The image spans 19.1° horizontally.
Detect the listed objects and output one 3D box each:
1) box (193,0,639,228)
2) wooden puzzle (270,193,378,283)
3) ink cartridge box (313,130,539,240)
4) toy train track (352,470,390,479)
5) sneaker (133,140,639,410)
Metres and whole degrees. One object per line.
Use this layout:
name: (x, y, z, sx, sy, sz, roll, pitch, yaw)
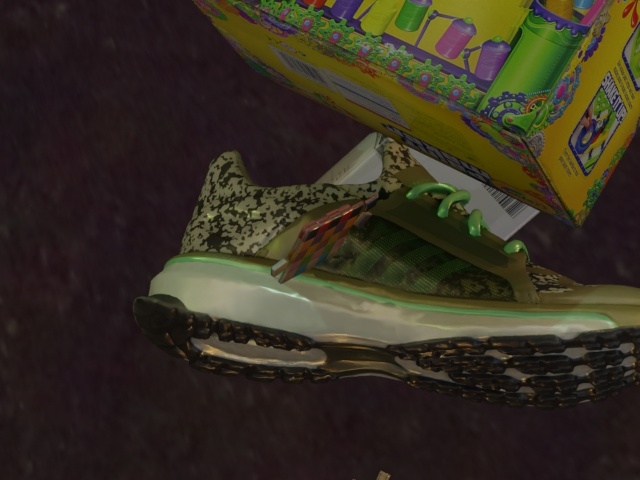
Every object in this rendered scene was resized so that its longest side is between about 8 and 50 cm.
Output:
box: (0.108, -0.210, 1.309, 0.279, 0.290, 0.177, -58, 153, -7)
wooden puzzle: (0.000, 0.000, 1.133, 0.083, 0.006, 0.049, -27, 156, -42)
ink cartridge box: (0.121, -0.060, 1.878, 0.219, 0.092, 0.160, -40, 103, 11)
toy train track: (0.064, 0.235, 1.685, 0.083, 0.014, 0.048, 24, 112, 3)
sneaker: (0.077, 0.008, 1.364, 0.410, 0.158, 0.182, 6, 70, 7)
